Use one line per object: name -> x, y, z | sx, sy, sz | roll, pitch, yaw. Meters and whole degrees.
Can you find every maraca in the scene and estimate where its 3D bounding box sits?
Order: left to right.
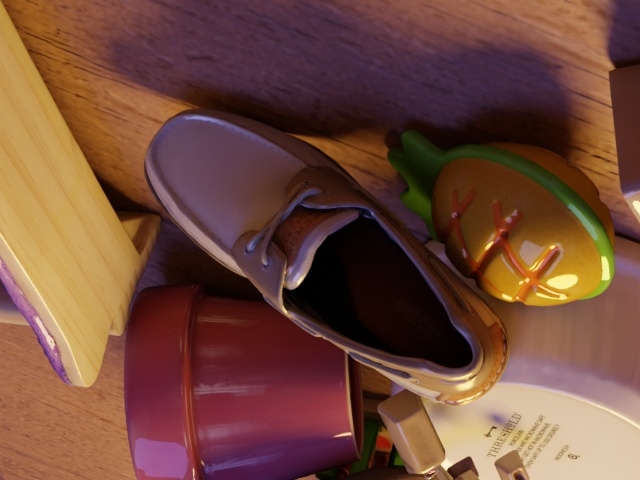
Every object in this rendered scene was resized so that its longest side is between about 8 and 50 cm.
maraca -> 0.120, -0.018, 0.856 | 0.186, 0.099, 0.127 | 25, 145, 39

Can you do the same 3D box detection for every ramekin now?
ramekin -> 0.180, 0.114, 0.985 | 0.273, 0.127, 0.273 | 12, 146, 8

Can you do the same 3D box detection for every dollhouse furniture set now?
dollhouse furniture set -> 0.089, 0.145, 0.950 | 0.114, 0.091, 0.081 | 64, 172, -21

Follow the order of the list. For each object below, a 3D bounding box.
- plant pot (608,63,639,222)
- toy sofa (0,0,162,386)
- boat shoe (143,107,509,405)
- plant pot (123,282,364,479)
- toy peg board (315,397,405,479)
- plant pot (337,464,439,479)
plant pot -> 0.242, -0.050, 0.748 | 0.096, 0.109, 0.109 | -21, 132, 26
toy sofa -> -0.257, -0.054, 0.909 | 0.150, 0.177, 0.362 | 5, 145, 19
boat shoe -> 0.000, 0.000, 0.855 | 0.302, 0.113, 0.103 | 33, 178, 12
plant pot -> -0.058, 0.134, 1.086 | 0.180, 0.201, 0.201 | -5, 143, 6
toy peg board -> 0.073, 0.234, 1.253 | 0.161, 0.079, 0.160 | 5, 144, 20
plant pot -> 0.021, 0.320, 1.127 | 0.263, 0.263, 0.229 | 35, 166, -24
